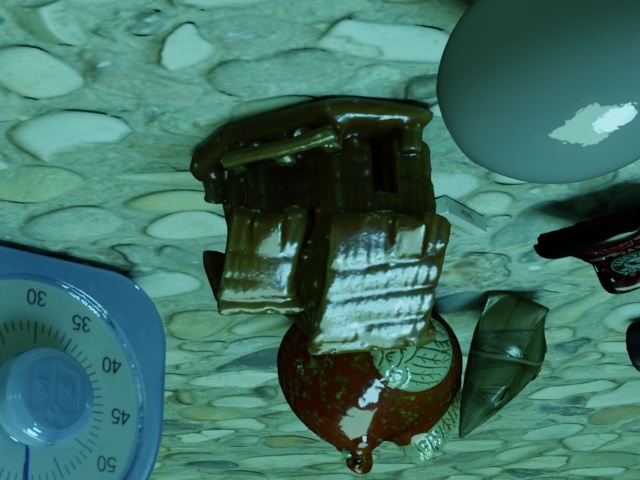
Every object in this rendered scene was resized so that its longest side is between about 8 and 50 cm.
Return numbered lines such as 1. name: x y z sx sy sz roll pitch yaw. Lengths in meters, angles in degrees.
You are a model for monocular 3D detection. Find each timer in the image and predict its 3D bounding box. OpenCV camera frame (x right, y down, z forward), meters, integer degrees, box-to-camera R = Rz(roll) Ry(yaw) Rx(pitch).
1. timer: -0.348 0.198 1.762 0.395 0.394 0.173 16 157 -42

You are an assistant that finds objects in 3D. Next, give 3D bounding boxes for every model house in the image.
1. model house: 0.000 -0.002 1.490 0.200 0.229 0.219 -2 160 -21

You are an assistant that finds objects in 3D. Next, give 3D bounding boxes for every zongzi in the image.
1. zongzi: 0.239 0.189 2.079 0.094 0.204 0.205 18 167 15

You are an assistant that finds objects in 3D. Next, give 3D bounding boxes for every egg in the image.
1. egg: 0.205 -0.138 1.207 0.232 0.176 0.176 -19 155 28

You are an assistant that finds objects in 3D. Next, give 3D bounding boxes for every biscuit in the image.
1. biscuit: 0.349 0.004 1.776 0.151 0.063 0.235 -15 159 31

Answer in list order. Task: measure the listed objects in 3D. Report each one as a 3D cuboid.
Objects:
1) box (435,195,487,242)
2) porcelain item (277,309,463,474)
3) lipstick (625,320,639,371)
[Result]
1. box: 0.095 -0.009 1.765 0.167 0.024 0.090 -17 156 31
2. porcelain item: 0.064 0.196 2.026 0.253 0.252 0.253 -3 160 -1
3. lipstick: 0.558 0.120 2.098 0.300 0.081 0.081 -14 157 33
